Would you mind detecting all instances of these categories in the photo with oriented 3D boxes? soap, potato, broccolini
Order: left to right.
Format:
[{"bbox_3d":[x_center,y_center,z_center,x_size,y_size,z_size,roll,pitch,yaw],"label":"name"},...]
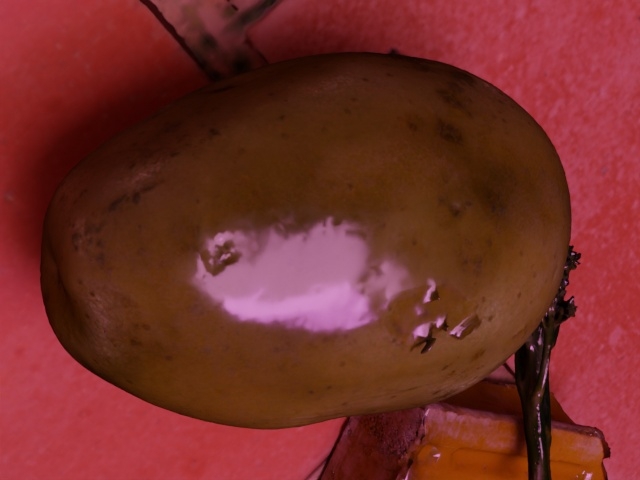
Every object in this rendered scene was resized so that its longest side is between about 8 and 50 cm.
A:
[{"bbox_3d":[-0.001,-0.001,0.719,0.304,0.216,0.216,-4,118,-21],"label":"potato"},{"bbox_3d":[0.126,0.191,0.987,0.257,0.080,0.160,14,109,-38],"label":"soap"},{"bbox_3d":[0.162,0.090,0.908,0.074,0.058,0.201,-1,79,-39],"label":"broccolini"}]
